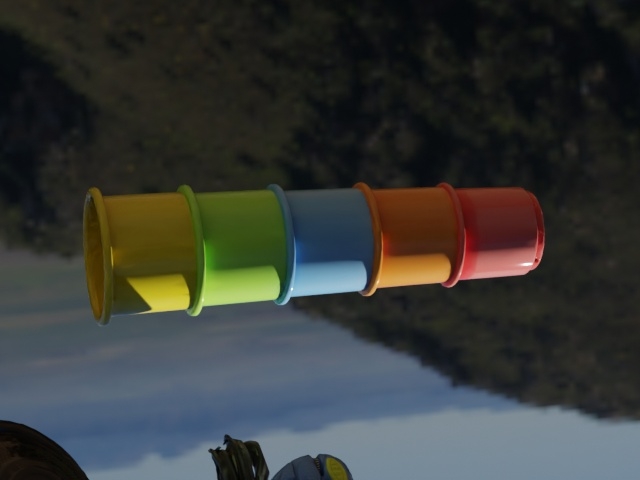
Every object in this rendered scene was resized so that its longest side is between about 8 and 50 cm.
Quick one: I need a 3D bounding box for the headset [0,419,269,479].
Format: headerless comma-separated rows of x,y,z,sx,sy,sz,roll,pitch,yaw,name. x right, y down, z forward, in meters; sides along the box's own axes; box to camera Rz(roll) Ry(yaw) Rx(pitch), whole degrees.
-0.214,0.195,1.204,0.394,0.185,0.243,5,142,-19,headset

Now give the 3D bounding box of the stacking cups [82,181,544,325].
0.000,0.000,1.292,0.316,0.096,0.096,-4,175,-13,stacking cups

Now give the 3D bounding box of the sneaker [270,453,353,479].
-0.011,0.219,1.099,0.067,0.188,0.078,2,167,-5,sneaker
